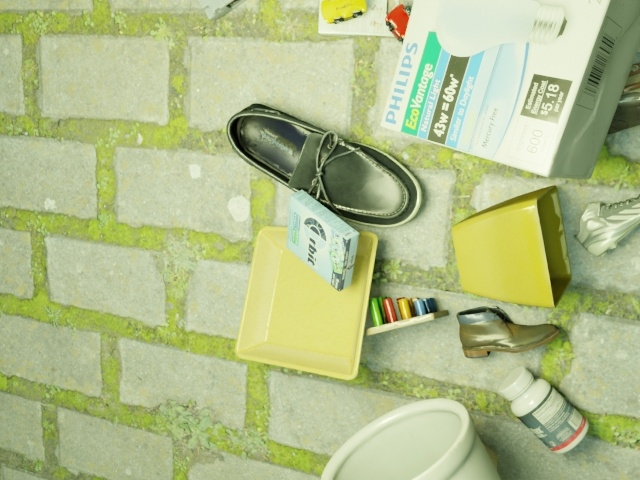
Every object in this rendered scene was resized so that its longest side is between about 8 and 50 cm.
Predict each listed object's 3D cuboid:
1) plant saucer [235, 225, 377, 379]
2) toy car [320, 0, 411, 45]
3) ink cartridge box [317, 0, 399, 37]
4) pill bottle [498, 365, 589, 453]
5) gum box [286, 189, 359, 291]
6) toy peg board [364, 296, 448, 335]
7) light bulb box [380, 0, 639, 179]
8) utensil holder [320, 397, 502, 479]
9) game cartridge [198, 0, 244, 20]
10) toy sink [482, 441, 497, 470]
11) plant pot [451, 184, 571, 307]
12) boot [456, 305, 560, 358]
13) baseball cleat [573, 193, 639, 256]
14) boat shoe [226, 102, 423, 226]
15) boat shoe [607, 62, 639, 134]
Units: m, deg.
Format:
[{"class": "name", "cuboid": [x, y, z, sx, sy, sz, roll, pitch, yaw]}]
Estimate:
[{"class": "plant saucer", "cuboid": [-0.023, 0.141, 1.344, 0.333, 0.081, 0.332, 4, 78, 30]}, {"class": "toy car", "cuboid": [0.138, -0.547, 1.213, 0.239, 0.053, 0.224, 17, 101, -2]}, {"class": "ink cartridge box", "cuboid": [0.086, -0.534, 1.267, 0.180, 0.045, 0.145, 3, 102, 0]}, {"class": "pill bottle", "cuboid": [0.493, 0.374, 1.258, 0.180, 0.108, 0.108, 45, 111, 7]}, {"class": "gum box", "cuboid": [0.000, 0.000, 1.245, 0.184, 0.041, 0.156, 39, 140, 32]}, {"class": "toy peg board", "cuboid": [0.194, 0.158, 1.301, 0.161, 0.161, 0.079, -18, 80, 22]}, {"class": "light bulb box", "cuboid": [0.350, -0.330, 1.041, 0.361, 0.225, 0.357, 26, 110, 38]}, {"class": "utensil holder", "cuboid": [0.235, 0.566, 1.116, 0.328, 0.327, 0.385, -28, 94, 22]}, {"class": "game cartridge", "cuboid": [-0.186, -0.683, 1.317, 0.297, 0.062, 0.198, -25, 88, 22]}, {"class": "toy sink", "cuboid": [0.303, 0.588, 1.346, 0.131, 0.153, 0.234, 39, 110, 8]}, {"class": "plant pot", "cuboid": [0.396, 0.015, 1.180, 0.187, 0.212, 0.212, -8, 98, 34]}, {"class": "boot", "cuboid": [0.414, 0.193, 1.264, 0.219, 0.082, 0.106, -18, 97, 24]}, {"class": "baseball cleat", "cuboid": [0.612, -0.062, 1.149, 0.109, 0.072, 0.206, 46, 108, 13]}, {"class": "boat shoe", "cuboid": [-0.003, -0.171, 1.301, 0.500, 0.156, 0.186, 29, 107, 11]}, {"class": "boat shoe", "cuboid": [0.581, -0.287, 1.103, 0.325, 0.123, 0.116, -2, 66, 29]}]
